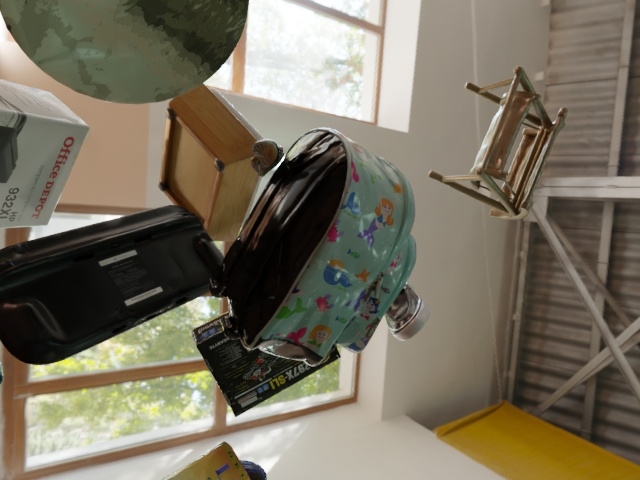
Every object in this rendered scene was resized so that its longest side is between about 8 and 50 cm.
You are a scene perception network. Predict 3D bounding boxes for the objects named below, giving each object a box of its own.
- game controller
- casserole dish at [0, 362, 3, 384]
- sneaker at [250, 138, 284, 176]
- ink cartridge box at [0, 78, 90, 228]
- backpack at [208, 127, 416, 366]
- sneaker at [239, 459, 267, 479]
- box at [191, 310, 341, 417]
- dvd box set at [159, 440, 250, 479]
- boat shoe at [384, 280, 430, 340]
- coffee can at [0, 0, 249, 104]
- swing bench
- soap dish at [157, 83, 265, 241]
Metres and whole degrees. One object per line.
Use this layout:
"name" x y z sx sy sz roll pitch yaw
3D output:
"game controller" -0.285 0.044 0.603 0.067 0.319 0.166 -39 -100 42
"casserole dish" -0.569 0.203 0.620 0.037 0.188 0.114 -119 -175 -50
"sneaker" -0.059 -0.103 0.491 0.032 0.037 0.083 53 -18 -6
"ink cartridge box" -0.556 -0.134 0.640 0.129 0.307 0.223 38 -73 13
"backpack" 0.000 0.000 0.519 0.253 0.191 0.225 -65 -152 13
"sneaker" -0.188 0.426 0.672 0.087 0.221 0.083 -23 -100 65
"box" -0.128 0.268 1.085 0.079 0.322 0.257 40 -28 57
"dvd box set" -0.071 0.292 0.198 0.062 0.420 0.307 -36 -106 0
"boat shoe" 0.178 0.134 1.008 0.108 0.102 0.301 -45 -172 14
"coffee can" -0.215 -0.302 0.410 0.275 0.201 0.201 60 -44 23
"swing bench" 0.433 -0.208 0.979 0.165 0.254 0.253 14 -99 64
"soap dish" -0.240 -0.152 0.904 0.229 0.118 0.291 47 -42 14
